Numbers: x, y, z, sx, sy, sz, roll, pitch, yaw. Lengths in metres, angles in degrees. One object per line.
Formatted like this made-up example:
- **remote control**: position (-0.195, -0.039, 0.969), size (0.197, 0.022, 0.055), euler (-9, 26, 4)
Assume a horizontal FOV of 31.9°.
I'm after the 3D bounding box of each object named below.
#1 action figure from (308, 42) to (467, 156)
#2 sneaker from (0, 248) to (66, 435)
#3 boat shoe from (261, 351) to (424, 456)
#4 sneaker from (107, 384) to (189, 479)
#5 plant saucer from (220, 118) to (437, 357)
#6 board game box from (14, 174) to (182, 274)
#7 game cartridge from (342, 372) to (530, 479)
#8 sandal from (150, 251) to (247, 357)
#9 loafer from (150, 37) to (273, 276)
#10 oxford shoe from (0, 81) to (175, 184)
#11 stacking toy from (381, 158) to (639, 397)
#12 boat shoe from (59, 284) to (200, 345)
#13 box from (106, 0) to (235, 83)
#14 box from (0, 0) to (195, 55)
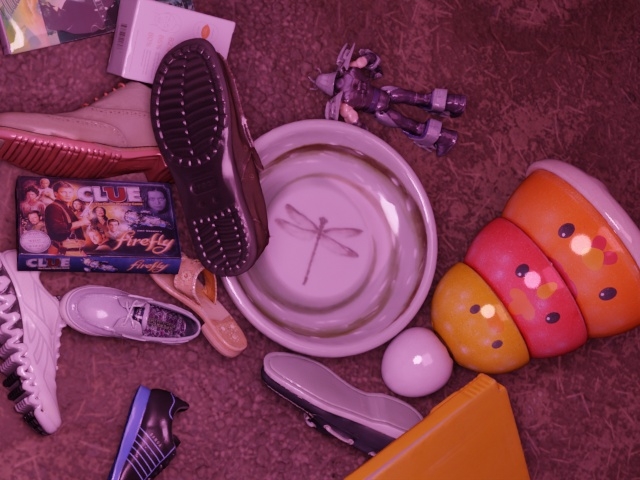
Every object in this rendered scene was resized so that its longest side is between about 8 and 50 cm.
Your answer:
- **action figure**: position (0.110, -0.240, 1.980), size (0.285, 0.099, 0.185), euler (17, 82, -14)
- **sneaker**: position (-0.431, 0.148, 1.691), size (0.118, 0.110, 0.292), euler (-15, 87, -32)
- **boat shoe**: position (0.026, 0.283, 1.844), size (0.302, 0.091, 0.114), euler (28, 28, -10)
- **sneaker**: position (-0.271, 0.342, 1.725), size (0.090, 0.081, 0.232), euler (19, 73, -10)
- **plant saucer**: position (0.000, 0.000, 1.886), size (0.400, 0.100, 0.400), euler (4, 78, -21)
- **board game box**: position (-0.346, -0.024, 1.736), size (0.243, 0.042, 0.165), euler (2, 48, -19)
- **game cartridge**: position (0.204, 0.409, 1.855), size (0.324, 0.053, 0.285), euler (-34, 123, -25)
- **sandal**: position (-0.185, 0.070, 1.772), size (0.240, 0.079, 0.088), euler (49, 27, 13)
- **loafer**: position (-0.163, -0.128, 1.731), size (0.130, 0.134, 0.366), euler (-17, 98, -68)
- **oxford shoe**: position (-0.339, -0.177, 1.772), size (0.397, 0.140, 0.146), euler (4, 75, -32)
- **stacking toy**: position (0.315, 0.120, 1.921), size (0.480, 0.350, 0.350), euler (-36, 95, -6)
- **boat shoe**: position (-0.287, 0.115, 1.732), size (0.227, 0.081, 0.079), euler (16, 73, -36)
- **box**: position (-0.243, -0.314, 1.817), size (0.170, 0.091, 0.130), euler (10, 98, -30)
- **box**: position (-0.383, -0.446, 1.810), size (0.322, 0.058, 0.232), euler (-18, 102, -22)
